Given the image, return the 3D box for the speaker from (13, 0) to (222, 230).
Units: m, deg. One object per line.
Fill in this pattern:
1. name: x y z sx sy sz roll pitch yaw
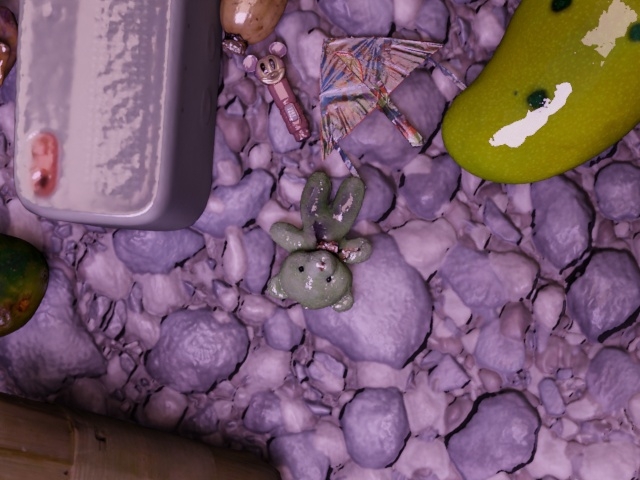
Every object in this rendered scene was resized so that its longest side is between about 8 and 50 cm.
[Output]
1. speaker: -0.201 -0.211 0.933 0.183 0.184 0.406 4 92 1

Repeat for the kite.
1. kite: 0.057 -0.161 1.012 0.183 0.010 0.160 -43 87 6

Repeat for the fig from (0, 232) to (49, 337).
1. fig: -0.385 0.030 0.998 0.177 0.117 0.117 30 93 11

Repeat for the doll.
1. doll: 0.000 0.000 0.995 0.115 0.077 0.150 10 84 1

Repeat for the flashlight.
1. flashlight: -0.041 -0.158 1.005 0.052 0.031 0.110 -26 91 3

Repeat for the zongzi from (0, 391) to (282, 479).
1. zongzi: -0.209 0.340 1.000 0.447 0.181 0.418 19 129 -22

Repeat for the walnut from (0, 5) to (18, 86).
1. walnut: -0.420 -0.220 0.889 0.204 0.141 0.238 -36 117 5

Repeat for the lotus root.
1. lotus root: -0.066 -0.270 0.983 0.072 0.063 0.151 11 97 -26

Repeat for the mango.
1. mango: 0.253 -0.173 0.944 0.175 0.143 0.293 45 103 1
